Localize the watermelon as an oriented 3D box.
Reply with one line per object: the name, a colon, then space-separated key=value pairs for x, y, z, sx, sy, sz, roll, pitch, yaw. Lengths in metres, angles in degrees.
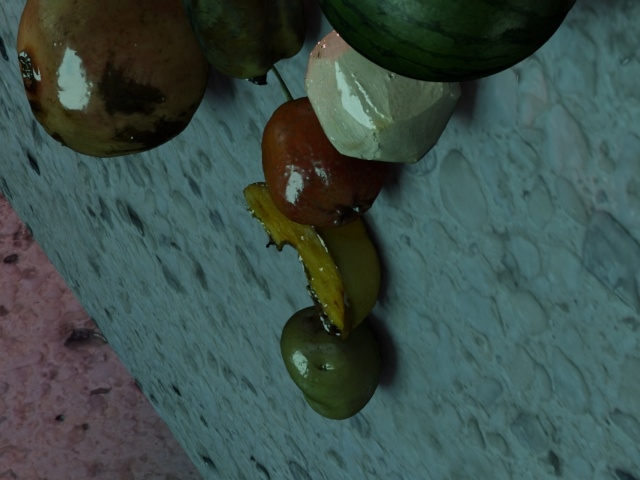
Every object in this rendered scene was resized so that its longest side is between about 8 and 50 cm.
watermelon: x=0.103 y=-0.249 z=1.037 sx=0.242 sy=0.242 sz=0.242 roll=47 pitch=154 yaw=31

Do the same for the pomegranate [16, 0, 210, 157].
pomegranate: x=-0.311 y=-0.276 z=1.865 sx=0.322 sy=0.322 sz=0.322 roll=47 pitch=154 yaw=31

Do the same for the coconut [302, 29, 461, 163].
coconut: x=0.071 y=-0.160 z=1.328 sx=0.162 sy=0.161 sz=0.161 roll=57 pitch=158 yaw=3

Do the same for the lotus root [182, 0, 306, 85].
lotus root: x=-0.099 y=-0.320 z=1.507 sx=0.160 sy=0.152 sz=0.275 roll=55 pitch=157 yaw=38

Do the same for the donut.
donut: x=0.004 y=0.003 z=1.736 sx=0.259 sy=0.101 sz=0.152 roll=59 pitch=157 yaw=8

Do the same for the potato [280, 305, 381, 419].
potato: x=0.019 y=0.189 z=1.864 sx=0.157 sy=0.157 sz=0.194 roll=39 pitch=148 yaw=43

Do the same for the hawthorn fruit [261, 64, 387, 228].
hawthorn fruit: x=-0.017 y=-0.148 z=1.585 sx=0.165 sy=0.165 sz=0.285 roll=100 pitch=153 yaw=-57
